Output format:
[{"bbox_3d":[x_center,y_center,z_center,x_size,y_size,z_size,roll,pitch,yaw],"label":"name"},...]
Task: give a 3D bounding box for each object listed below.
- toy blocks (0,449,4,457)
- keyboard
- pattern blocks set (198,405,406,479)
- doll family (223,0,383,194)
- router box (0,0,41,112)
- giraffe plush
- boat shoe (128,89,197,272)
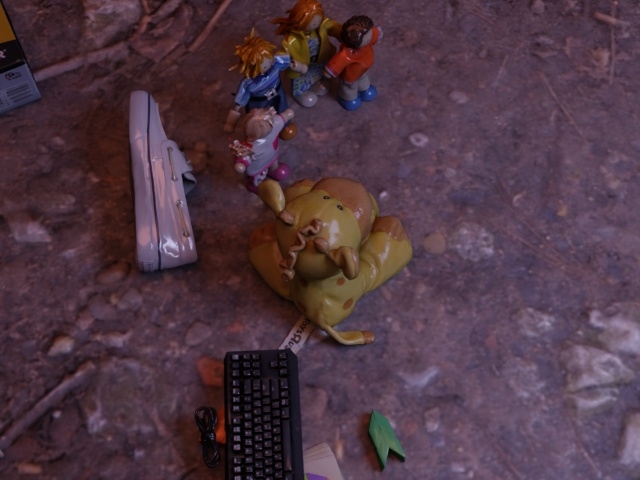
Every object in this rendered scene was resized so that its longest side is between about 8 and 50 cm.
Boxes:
[{"bbox_3d":[-0.412,0.230,1.013,0.123,0.054,0.148,36,68,21],"label":"toy blocks"},{"bbox_3d":[-0.073,0.191,1.012,0.108,0.023,0.180,-5,54,1],"label":"keyboard"},{"bbox_3d":[-0.047,0.289,0.978,0.324,0.026,0.285,-30,63,-14],"label":"pattern blocks set"},{"bbox_3d":[-0.042,-0.186,1.171,0.118,0.163,0.263,36,68,21],"label":"doll family"},{"bbox_3d":[-0.539,-0.231,1.269,0.308,0.081,0.243,-24,62,-11],"label":"router box"},{"bbox_3d":[0.000,0.000,1.058,0.181,0.170,0.210,13,62,10],"label":"giraffe plush"},{"bbox_3d":[-0.182,-0.069,1.170,0.075,0.083,0.226,-3,71,-12],"label":"boat shoe"}]
